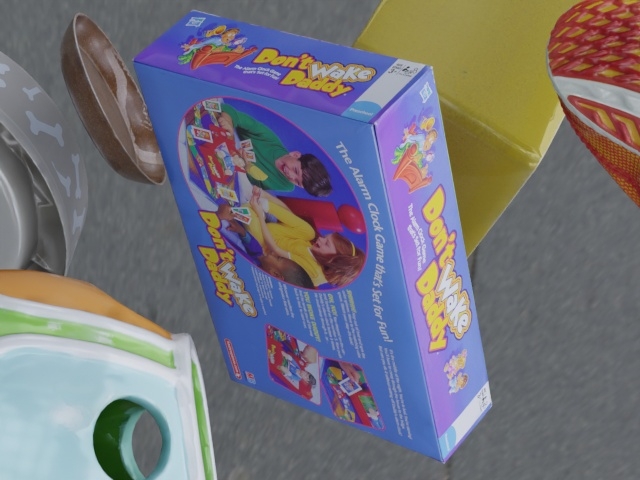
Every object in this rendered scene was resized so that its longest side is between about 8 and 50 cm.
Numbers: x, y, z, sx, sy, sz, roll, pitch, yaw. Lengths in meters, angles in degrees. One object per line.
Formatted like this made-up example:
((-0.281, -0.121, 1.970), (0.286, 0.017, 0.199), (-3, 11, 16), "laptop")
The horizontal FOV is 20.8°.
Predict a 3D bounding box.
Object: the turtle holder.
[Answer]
((-0.178, 0.169, 1.064), (0.227, 0.243, 0.320), (-8, 58, -2), "turtle holder")

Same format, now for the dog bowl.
((-0.378, -0.057, 1.644), (0.349, 0.348, 0.102), (28, 41, 1), "dog bowl")

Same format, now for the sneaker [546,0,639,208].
((0.141, -0.011, 0.580), (0.064, 0.067, 0.175), (-34, 67, 7), "sneaker")

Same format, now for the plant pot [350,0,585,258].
((0.116, -0.137, 1.573), (0.187, 0.212, 0.212), (31, 57, 0), "plant pot")

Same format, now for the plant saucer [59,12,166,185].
((-0.188, -0.120, 1.545), (0.029, 0.168, 0.168), (-24, 75, 10), "plant saucer")

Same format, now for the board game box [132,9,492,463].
((0.000, 0.000, 1.399), (0.233, 0.347, 0.078), (18, 48, 33), "board game box")
